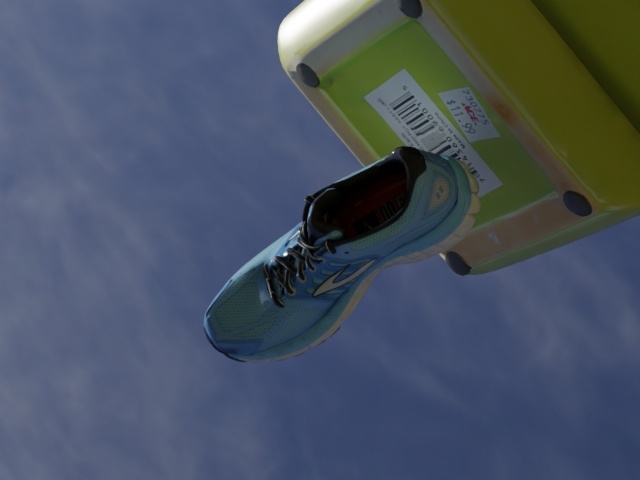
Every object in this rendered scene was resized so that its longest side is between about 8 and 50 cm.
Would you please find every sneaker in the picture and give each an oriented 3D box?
[{"bbox_3d":[0.000,0.000,0.932,0.162,0.073,0.063,-38,-120,12],"label":"sneaker"}]

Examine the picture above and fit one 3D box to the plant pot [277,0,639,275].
[{"bbox_3d":[0.122,-0.117,1.016,0.228,0.227,0.207,49,-118,-8],"label":"plant pot"}]
